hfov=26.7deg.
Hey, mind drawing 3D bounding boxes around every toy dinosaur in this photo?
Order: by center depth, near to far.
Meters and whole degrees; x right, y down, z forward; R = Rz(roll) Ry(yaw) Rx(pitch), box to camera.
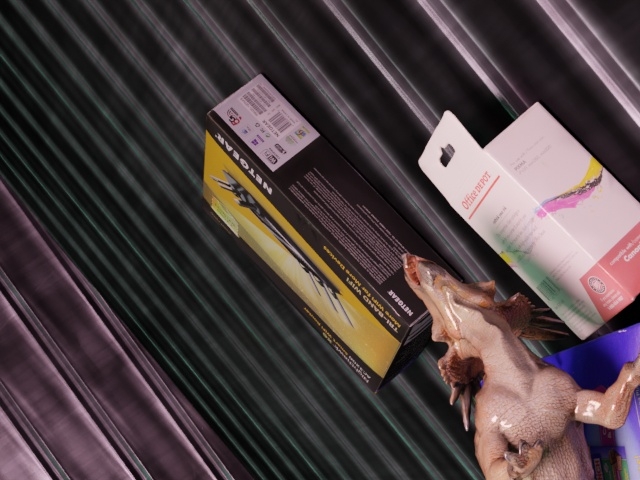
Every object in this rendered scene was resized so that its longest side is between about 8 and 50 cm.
[{"bbox_3d":[0.149,0.153,0.960,0.200,0.127,0.296,-167,72,-74],"label":"toy dinosaur"}]

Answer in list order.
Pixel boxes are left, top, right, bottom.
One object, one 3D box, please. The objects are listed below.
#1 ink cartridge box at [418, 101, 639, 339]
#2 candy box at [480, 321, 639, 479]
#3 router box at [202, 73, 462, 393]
[{"bbox_3d":[0.174,-0.027,1.054,0.198,0.067,0.115,46,160,8],"label":"ink cartridge box"},{"bbox_3d":[0.251,0.209,1.057,0.317,0.122,0.268,141,121,-69],"label":"candy box"},{"bbox_3d":[0.000,0.000,1.466,0.309,0.081,0.243,46,160,13],"label":"router box"}]
